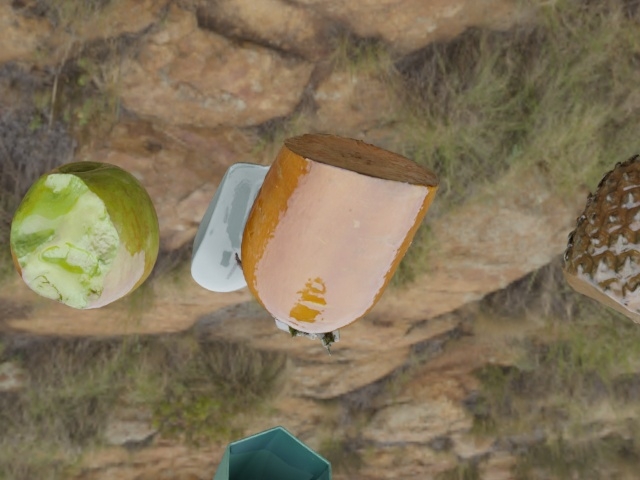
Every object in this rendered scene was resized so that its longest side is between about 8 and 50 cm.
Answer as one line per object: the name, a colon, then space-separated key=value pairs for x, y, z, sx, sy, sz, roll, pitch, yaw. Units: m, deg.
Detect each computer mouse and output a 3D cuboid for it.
computer mouse: x=-0.127 y=-0.016 z=1.220 sx=0.127 sy=0.079 sz=0.231 roll=16 pitch=109 yaw=-30

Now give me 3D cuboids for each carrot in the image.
carrot: x=0.000 y=0.000 z=0.939 sx=0.193 sy=0.214 sz=0.331 roll=2 pitch=129 yaw=-25

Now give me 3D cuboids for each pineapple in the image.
pineapple: x=0.480 y=-0.061 z=1.040 sx=0.202 sy=0.362 sz=0.202 roll=23 pitch=-177 yaw=-1

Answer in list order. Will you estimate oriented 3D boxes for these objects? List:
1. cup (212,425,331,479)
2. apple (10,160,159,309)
cup: x=-0.088 y=0.349 z=0.937 sx=0.148 sy=0.134 sz=0.236 roll=-9 pitch=145 yaw=-34
apple: x=-0.398 y=-0.019 z=1.281 sx=0.246 sy=0.226 sz=0.246 roll=7 pitch=-158 yaw=-3
